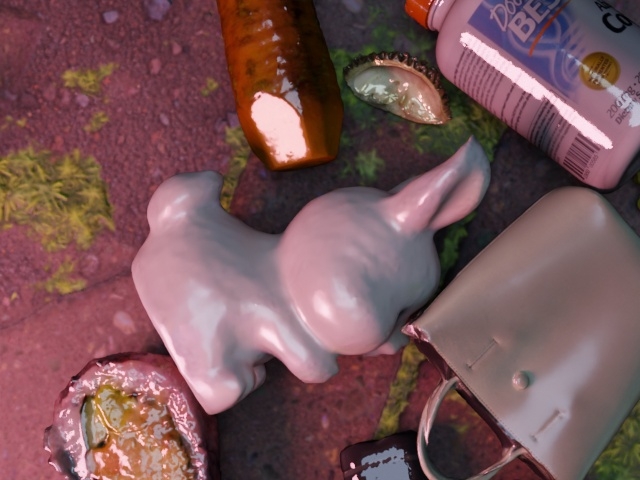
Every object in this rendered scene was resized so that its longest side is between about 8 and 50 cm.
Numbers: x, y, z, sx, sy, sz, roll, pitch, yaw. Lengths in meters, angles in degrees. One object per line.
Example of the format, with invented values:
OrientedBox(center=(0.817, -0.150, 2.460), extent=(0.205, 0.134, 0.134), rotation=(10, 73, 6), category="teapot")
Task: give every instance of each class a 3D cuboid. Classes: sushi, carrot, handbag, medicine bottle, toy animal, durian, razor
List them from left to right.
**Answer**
OrientedBox(center=(-0.159, 0.215, 1.334), extent=(0.241, 0.107, 0.161), rotation=(37, 90, 11), category="sushi")
OrientedBox(center=(-0.051, -0.222, 1.370), extent=(0.114, 0.114, 0.302), rotation=(-14, 83, 2), category="carrot")
OrientedBox(center=(0.001, 0.011, 1.296), extent=(0.367, 0.196, 0.241), rotation=(-19, 92, 4), category="toy animal")
OrientedBox(center=(0.077, 0.276, 1.344), extent=(0.090, 0.054, 0.148), rotation=(-15, 84, 5), category="razor")
OrientedBox(center=(0.086, -0.169, 1.385), extent=(0.130, 0.052, 0.066), rotation=(23, 89, 4), category="durian")
OrientedBox(center=(0.214, 0.114, 1.269), extent=(0.241, 0.109, 0.315), rotation=(47, 68, -8), category="handbag")
OrientedBox(center=(0.224, -0.189, 1.317), extent=(0.288, 0.157, 0.157), rotation=(40, 88, 15), category="medicine bottle")

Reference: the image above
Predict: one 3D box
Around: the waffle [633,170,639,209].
OrientedBox(center=(0.421, -0.087, 1.360), extent=(0.149, 0.051, 0.194), rotation=(34, 87, 7), category="waffle")
